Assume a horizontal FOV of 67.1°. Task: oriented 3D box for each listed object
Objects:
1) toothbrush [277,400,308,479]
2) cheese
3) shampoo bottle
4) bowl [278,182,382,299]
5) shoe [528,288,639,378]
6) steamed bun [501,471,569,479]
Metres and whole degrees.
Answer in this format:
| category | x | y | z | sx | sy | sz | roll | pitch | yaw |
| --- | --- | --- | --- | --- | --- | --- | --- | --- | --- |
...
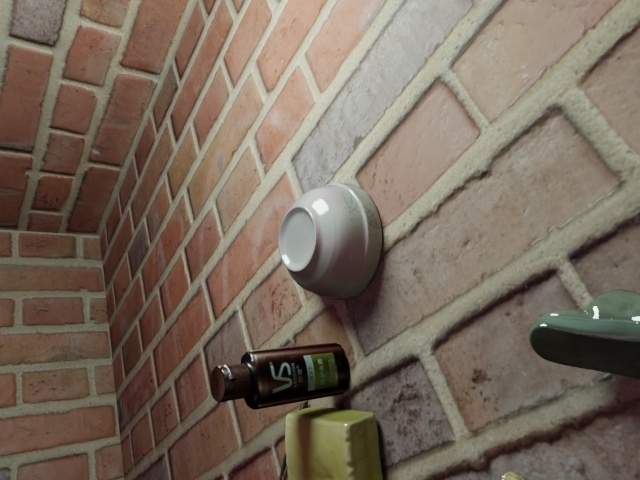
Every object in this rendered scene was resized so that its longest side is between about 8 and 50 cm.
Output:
| category | x | y | z | sx | sy | sz | roll | pitch | yaw |
| --- | --- | --- | --- | --- | --- | --- | --- | --- | --- |
| toothbrush | -0.080 | 0.564 | 1.301 | 0.031 | 0.023 | 0.320 | 28 | 110 | 43 |
| cheese | 0.026 | 0.524 | 1.086 | 0.243 | 0.124 | 0.265 | -17 | 73 | 47 |
| shampoo bottle | -0.082 | 0.301 | 1.081 | 0.084 | 0.323 | 0.129 | -26 | 65 | 48 |
| bowl | 0.000 | 0.000 | 1.156 | 0.287 | 0.144 | 0.286 | -6 | 83 | 52 |
| shoe | 0.416 | 0.120 | 0.646 | 0.251 | 0.103 | 0.100 | -5 | 38 | 40 |
| steamed bun | 0.325 | 0.505 | 0.683 | 0.292 | 0.137 | 0.295 | 36 | 113 | 45 |
